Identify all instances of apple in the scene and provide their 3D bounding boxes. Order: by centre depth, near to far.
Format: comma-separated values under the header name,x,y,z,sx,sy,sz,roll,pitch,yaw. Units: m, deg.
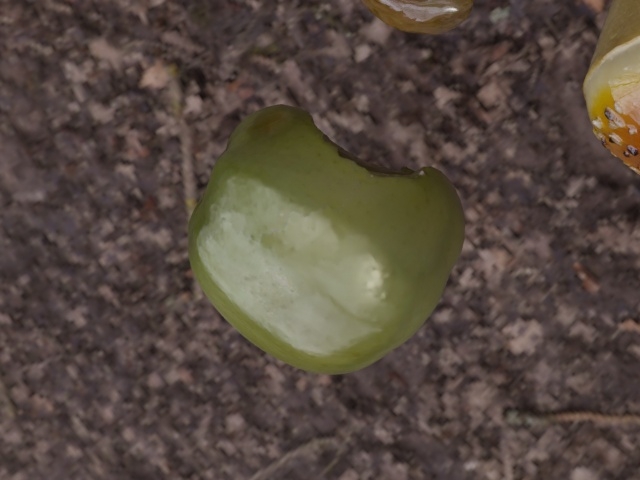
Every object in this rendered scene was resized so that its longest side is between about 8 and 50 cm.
name,x,y,z,sx,sy,sz,roll,pitch,yaw
apple,0.000,0.000,1.337,0.279,0.279,0.279,21,128,29

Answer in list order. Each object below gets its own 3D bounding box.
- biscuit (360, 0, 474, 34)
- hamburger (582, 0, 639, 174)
name,x,y,z,sx,sy,sz,roll,pitch,yaw
biscuit,0.067,-0.275,0.835,0.368,0.314,0.063,12,156,-8
hamburger,0.359,-0.125,1.064,0.300,0.300,0.176,-16,61,44
